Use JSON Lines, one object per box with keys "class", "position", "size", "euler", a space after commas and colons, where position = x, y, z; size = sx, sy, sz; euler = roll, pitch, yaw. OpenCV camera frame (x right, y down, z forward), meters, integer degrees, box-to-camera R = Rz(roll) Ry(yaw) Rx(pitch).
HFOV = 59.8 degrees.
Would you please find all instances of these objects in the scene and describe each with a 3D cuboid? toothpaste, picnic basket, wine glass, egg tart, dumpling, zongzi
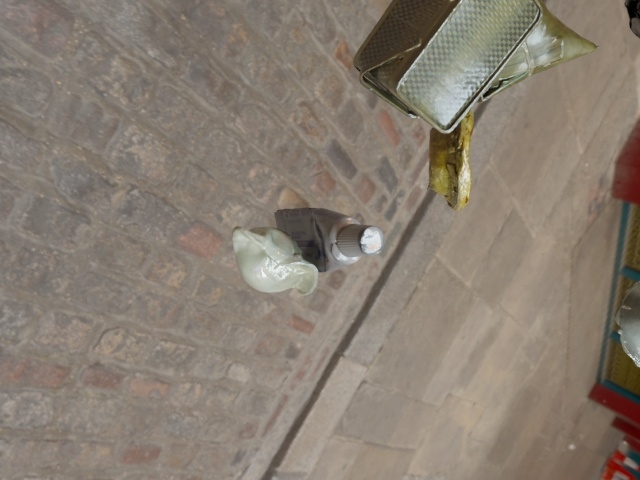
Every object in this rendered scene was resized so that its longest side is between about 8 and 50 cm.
{"class": "toothpaste", "position": [0.001, -0.002, 0.883], "size": [0.068, 0.282, 0.099], "euler": [23, 78, -31]}
{"class": "picnic basket", "position": [0.194, -0.319, 0.881], "size": [0.165, 0.139, 0.267], "euler": [25, 109, -42]}
{"class": "wine glass", "position": [0.546, 0.124, 0.769], "size": [0.156, 0.156, 0.232], "euler": [-57, -176, -7]}
{"class": "egg tart", "position": [0.341, -0.217, 1.474], "size": [0.295, 0.116, 0.295], "euler": [4, 90, -77]}
{"class": "dumpling", "position": [-0.066, 0.038, 0.897], "size": [0.100, 0.134, 0.169], "euler": [-47, 141, -38]}
{"class": "zongzi", "position": [0.499, -0.596, 1.357], "size": [0.418, 0.181, 0.447], "euler": [-19, 130, -3]}

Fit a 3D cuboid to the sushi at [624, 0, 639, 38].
{"class": "sushi", "position": [0.748, -0.411, 0.970], "size": [0.327, 0.285, 0.328], "euler": [-20, 172, -23]}
